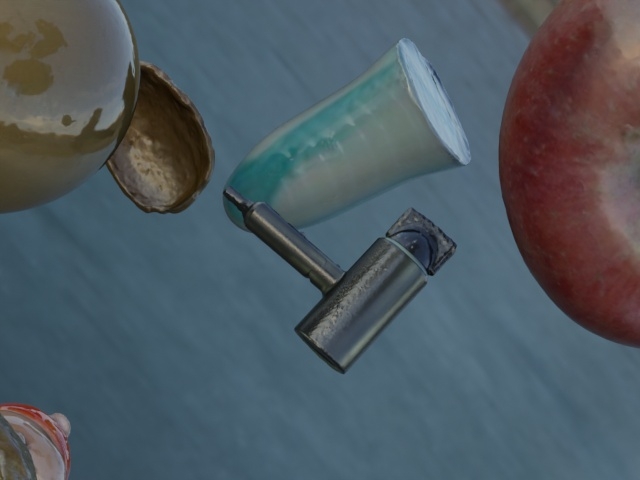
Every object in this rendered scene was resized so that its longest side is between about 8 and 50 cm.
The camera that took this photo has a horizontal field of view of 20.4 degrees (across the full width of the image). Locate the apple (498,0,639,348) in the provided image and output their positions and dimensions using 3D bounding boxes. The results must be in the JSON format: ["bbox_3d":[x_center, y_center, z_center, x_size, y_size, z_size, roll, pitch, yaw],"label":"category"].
[{"bbox_3d":[0.307,-0.084,1.495,0.345,0.345,0.269,49,15,-5],"label":"apple"}]

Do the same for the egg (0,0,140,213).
[{"bbox_3d":[-0.356,-0.175,1.871,0.301,0.301,0.374,54,31,12],"label":"egg"}]

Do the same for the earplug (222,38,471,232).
[{"bbox_3d":[0.015,-0.110,2.350,0.185,0.324,0.185,52,21,-29],"label":"earplug"}]

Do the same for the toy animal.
[{"bbox_3d":[-0.357,0.250,1.877,0.198,0.171,0.171,8,41,-46],"label":"toy animal"}]

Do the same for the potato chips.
[{"bbox_3d":[-0.205,-0.126,2.244,0.049,0.150,0.201,1,46,-55],"label":"potato chips"}]

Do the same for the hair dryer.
[{"bbox_3d":[0.000,0.000,2.002,0.248,0.195,0.078,40,-9,14],"label":"hair dryer"}]

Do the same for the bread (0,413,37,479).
[{"bbox_3d":[-0.327,0.198,1.428,0.230,0.123,0.230,19,38,-16],"label":"bread"}]
